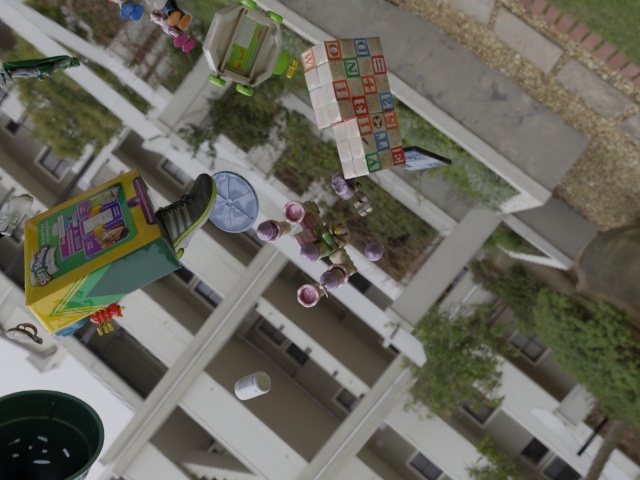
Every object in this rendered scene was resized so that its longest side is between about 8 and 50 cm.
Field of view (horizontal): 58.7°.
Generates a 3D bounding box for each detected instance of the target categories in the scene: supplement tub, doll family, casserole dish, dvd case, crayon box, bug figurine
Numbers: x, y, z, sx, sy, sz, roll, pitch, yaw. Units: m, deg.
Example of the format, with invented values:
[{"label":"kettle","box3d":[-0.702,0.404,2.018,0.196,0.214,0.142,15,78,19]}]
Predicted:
[{"label":"supplement tub","box3d":[-0.217,0.467,1.831,0.071,0.107,0.071,30,-133,-38]},{"label":"doll family","box3d":[-0.362,-0.530,1.223,0.163,0.118,0.263,48,-165,21]},{"label":"casserole dish","box3d":[-0.657,0.161,1.483,0.037,0.114,0.189,58,-166,-48]},{"label":"dvd case","box3d":[0.339,-0.297,2.076,0.180,0.022,0.253,-4,172,42]},{"label":"crayon box","box3d":[-0.527,0.007,1.347,0.363,0.313,0.106,52,168,50]},{"label":"bug figurine","box3d":[-0.678,0.134,1.581,0.072,0.216,0.279,-134,26,-78]}]

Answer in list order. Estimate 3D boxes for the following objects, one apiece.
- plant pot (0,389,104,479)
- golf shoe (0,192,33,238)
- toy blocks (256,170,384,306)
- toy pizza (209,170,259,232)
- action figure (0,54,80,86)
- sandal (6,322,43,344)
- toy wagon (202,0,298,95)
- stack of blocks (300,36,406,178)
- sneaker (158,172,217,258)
[{"label":"plant pot","box3d":[-0.785,0.644,1.527,0.340,0.334,0.341,17,-157,-7]},{"label":"golf shoe","box3d":[-0.856,-0.051,1.570,0.086,0.176,0.069,47,177,25]},{"label":"toy blocks","box3d":[0.000,0.000,1.575,0.289,0.308,0.260,59,-162,5]},{"label":"toy pizza","box3d":[-0.280,-0.122,1.788,0.201,0.201,0.032,38,-151,5]},{"label":"action figure","box3d":[-0.803,-0.498,1.646,0.137,0.232,0.064,-1,113,44]},{"label":"sandal","box3d":[-0.795,0.250,1.544,0.072,0.049,0.180,12,162,-7]},{"label":"toy wagon","box3d":[-0.211,-0.598,1.802,0.068,0.267,0.344,37,-160,34]},{"label":"stack of blocks","box3d":[0.079,-0.298,1.297,0.171,0.298,0.087,-20,-171,-36]},{"label":"sneaker","box3d":[-0.392,-0.066,1.556,0.111,0.300,0.121,9,155,48]}]
